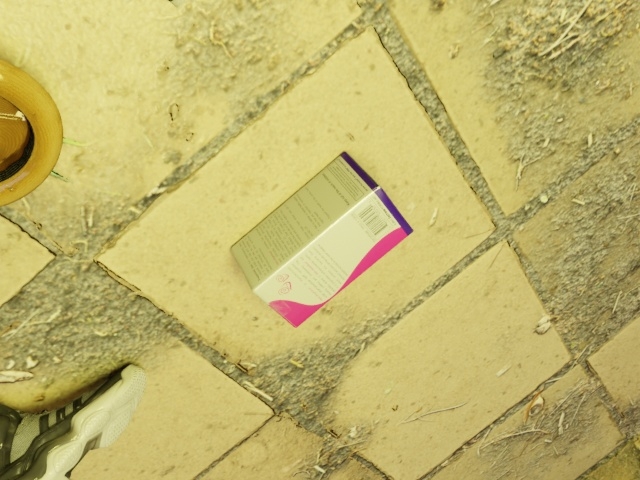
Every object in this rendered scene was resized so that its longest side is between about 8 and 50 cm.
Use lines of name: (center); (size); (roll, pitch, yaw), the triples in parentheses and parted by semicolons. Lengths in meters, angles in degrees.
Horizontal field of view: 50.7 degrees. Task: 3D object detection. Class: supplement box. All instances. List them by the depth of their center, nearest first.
supplement box: (0.000, 0.000, 0.958); (0.220, 0.114, 0.111); (-40, 132, 2)

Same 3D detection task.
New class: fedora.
fedora: (-0.374, -0.122, 0.706); (0.194, 0.079, 0.194); (-18, 132, -21)

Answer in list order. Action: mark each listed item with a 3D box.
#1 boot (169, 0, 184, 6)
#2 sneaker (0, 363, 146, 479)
boot: (-0.175, -0.288, 0.675); (0.258, 0.095, 0.123); (-28, 124, -8)
sneaker: (-0.380, 0.254, 0.954); (0.268, 0.153, 0.101); (-49, 159, -35)
